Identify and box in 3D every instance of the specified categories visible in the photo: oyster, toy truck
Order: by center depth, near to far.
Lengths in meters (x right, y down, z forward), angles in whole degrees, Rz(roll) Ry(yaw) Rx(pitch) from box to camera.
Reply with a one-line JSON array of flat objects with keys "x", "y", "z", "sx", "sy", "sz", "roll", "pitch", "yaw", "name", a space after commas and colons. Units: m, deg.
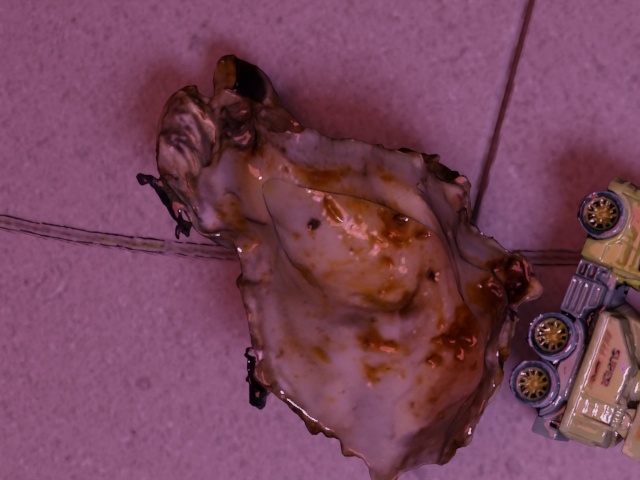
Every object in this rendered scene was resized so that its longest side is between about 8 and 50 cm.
[{"x": 0.194, "y": 0.054, "z": 0.996, "sx": 0.100, "sy": 0.077, "sz": 0.168, "roll": 22, "pitch": 90, "yaw": 24, "name": "toy truck"}, {"x": -0.004, "y": 0.007, "z": 1.047, "sx": 0.337, "sy": 0.133, "sz": 0.197, "roll": 39, "pitch": 95, "yaw": 26, "name": "oyster"}]
